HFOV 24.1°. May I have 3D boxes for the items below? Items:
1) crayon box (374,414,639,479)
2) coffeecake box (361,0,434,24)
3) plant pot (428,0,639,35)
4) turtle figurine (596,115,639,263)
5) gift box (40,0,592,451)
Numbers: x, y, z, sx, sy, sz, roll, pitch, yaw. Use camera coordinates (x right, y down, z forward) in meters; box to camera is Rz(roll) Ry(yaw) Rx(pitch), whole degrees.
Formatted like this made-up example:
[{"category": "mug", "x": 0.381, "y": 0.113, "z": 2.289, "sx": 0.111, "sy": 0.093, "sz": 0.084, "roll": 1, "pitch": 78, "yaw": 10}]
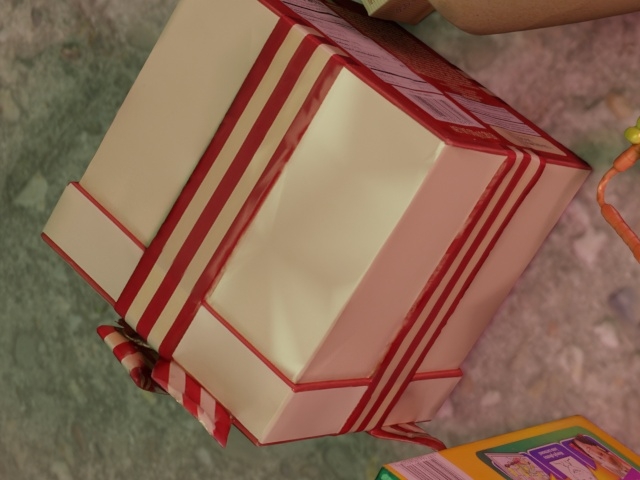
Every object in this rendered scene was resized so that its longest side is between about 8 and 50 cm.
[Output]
[{"category": "crayon box", "x": 0.146, "y": 0.193, "z": 0.882, "sx": 0.165, "sy": 0.278, "sz": 0.081, "roll": 37, "pitch": 109, "yaw": 27}, {"category": "coffeecake box", "x": 0.061, "y": -0.270, "z": 1.052, "sx": 0.142, "sy": 0.068, "sz": 0.185, "roll": -36, "pitch": 72, "yaw": 28}, {"category": "plant pot", "x": 0.175, "y": -0.236, "z": 0.852, "sx": 0.274, "sy": 0.256, "sz": 0.256, "roll": -26, "pitch": 77, "yaw": 32}, {"category": "turtle figurine", "x": 0.311, "y": -0.055, "z": 0.885, "sx": 0.269, "sy": 0.087, "sz": 0.217, "roll": 25, "pitch": 97, "yaw": 39}, {"category": "gift box", "x": 0.000, "y": 0.000, "z": 0.989, "sx": 0.276, "sy": 0.255, "sz": 0.258, "roll": 44, "pitch": 111, "yaw": 31}]
